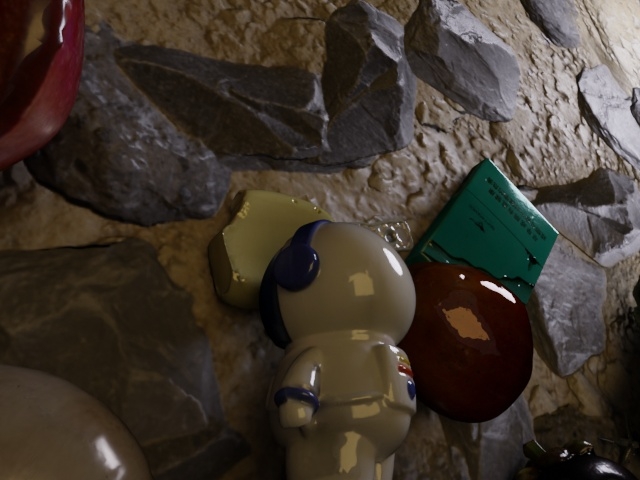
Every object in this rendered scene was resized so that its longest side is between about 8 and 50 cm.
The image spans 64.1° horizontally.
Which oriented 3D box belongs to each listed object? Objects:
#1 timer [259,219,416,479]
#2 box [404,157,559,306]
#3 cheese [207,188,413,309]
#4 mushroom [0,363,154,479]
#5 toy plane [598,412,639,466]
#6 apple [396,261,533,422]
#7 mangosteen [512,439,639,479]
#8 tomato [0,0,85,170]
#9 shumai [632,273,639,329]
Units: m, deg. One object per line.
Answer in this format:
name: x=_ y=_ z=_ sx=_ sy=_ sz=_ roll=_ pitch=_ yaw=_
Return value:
timer: x=0.015 y=0.159 z=0.399 sx=0.270 sy=0.270 sz=0.384 roll=15 pitch=56 yaw=-23
box: x=0.228 y=0.008 z=0.697 sx=0.161 sy=0.042 sz=0.226 roll=44 pitch=55 yaw=-4
cheese: x=0.000 y=0.000 z=0.572 sx=0.255 sy=0.050 sz=0.127 roll=-6 pitch=72 yaw=-31
mushroom: x=-0.209 y=0.186 z=0.312 sx=0.226 sy=0.178 sz=0.226 roll=0 pitch=82 yaw=2
toy plane: x=0.416 y=0.274 z=0.694 sx=0.084 sy=0.024 sz=0.078 roll=14 pitch=81 yaw=-23
apple: x=0.140 y=0.102 z=0.544 sx=0.158 sy=0.147 sz=0.156 roll=33 pitch=90 yaw=-22
mangosteen: x=0.282 y=0.287 z=0.566 sx=0.137 sy=0.137 sz=0.151 roll=3 pitch=34 yaw=-28
tomato: x=-0.295 y=-0.168 z=0.415 sx=0.309 sy=0.170 sz=0.309 roll=0 pitch=89 yaw=2
shumai: x=0.539 y=0.176 z=0.721 sx=0.288 sy=0.292 sz=0.330 roll=-34 pitch=80 yaw=0
